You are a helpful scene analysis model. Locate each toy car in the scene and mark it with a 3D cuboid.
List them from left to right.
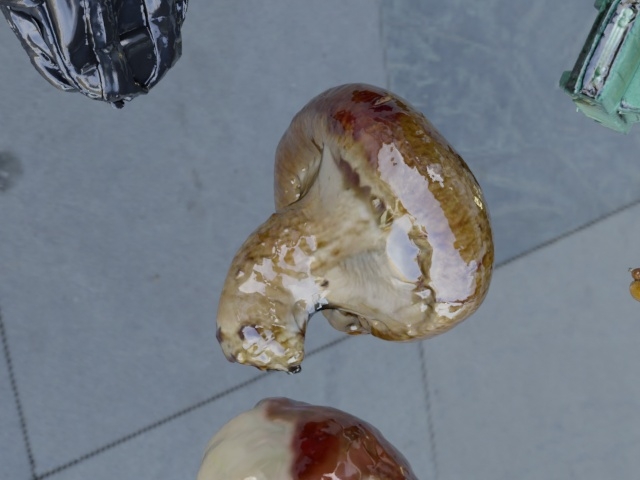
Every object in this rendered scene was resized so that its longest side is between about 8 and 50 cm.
[{"bbox_3d":[0.370,-0.210,1.473,0.141,0.097,0.320,-66,161,7],"label":"toy car"}]

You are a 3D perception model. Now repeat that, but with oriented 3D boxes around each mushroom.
[{"bbox_3d":[0.034,-0.016,1.124,0.254,0.267,0.267,-25,114,-58],"label":"mushroom"}]

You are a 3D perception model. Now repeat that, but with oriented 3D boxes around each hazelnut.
[{"bbox_3d":[-0.006,0.296,1.310,0.241,0.261,0.261,-34,122,-66],"label":"hazelnut"}]

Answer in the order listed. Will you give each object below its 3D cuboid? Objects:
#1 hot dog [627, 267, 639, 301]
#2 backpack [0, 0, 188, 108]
[{"bbox_3d":[0.361,0.054,1.201,0.056,0.133,0.041,-35,134,-41],"label":"hot dog"},{"bbox_3d":[-0.199,-0.243,1.059,0.206,0.133,0.258,-34,128,-30],"label":"backpack"}]
